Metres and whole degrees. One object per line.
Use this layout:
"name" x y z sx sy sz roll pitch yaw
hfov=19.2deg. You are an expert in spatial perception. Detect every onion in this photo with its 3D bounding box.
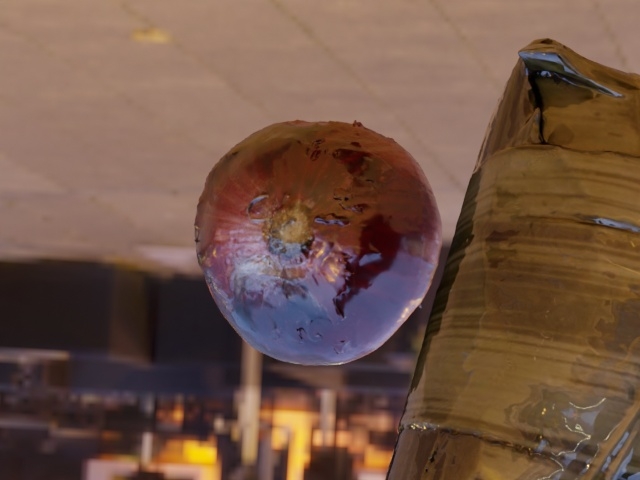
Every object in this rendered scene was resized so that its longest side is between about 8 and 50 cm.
"onion" 0.000 0.000 0.961 0.131 0.131 0.131 3 172 0

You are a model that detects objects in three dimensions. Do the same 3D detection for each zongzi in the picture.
"zongzi" 0.181 0.083 0.792 0.288 0.286 0.134 17 169 3
